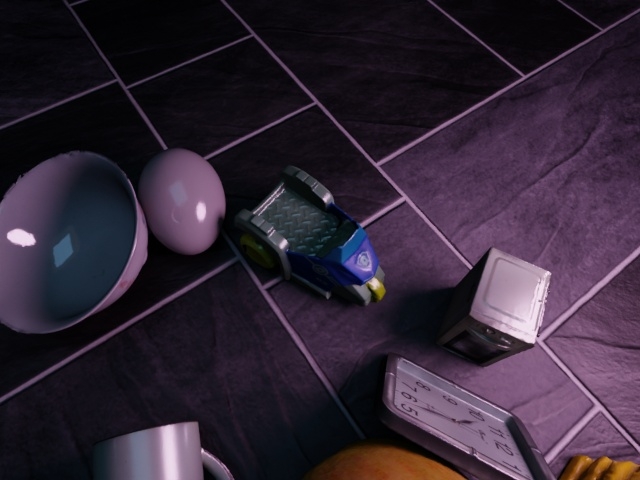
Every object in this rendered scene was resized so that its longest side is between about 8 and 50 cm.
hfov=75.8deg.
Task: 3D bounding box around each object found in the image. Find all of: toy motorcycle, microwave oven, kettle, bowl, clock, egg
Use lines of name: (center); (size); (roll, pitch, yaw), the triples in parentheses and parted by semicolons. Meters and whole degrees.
toy motorcycle: (0.000, 0.000, 0.837); (0.326, 0.200, 0.191); (34, 66, 16)
microwave oven: (0.324, 0.136, 0.778); (0.129, 0.205, 0.163); (26, 66, 10)
kettle: (-0.235, 0.421, 0.647); (0.221, 0.161, 0.237); (4, 59, -36)
bowl: (-0.459, 0.014, 0.808); (0.344, 0.157, 0.347); (-4, 73, 14)
clock: (0.219, 0.296, 0.675); (0.278, 0.273, 0.049); (26, 97, 11)
egg: (-0.290, -0.080, 0.874); (0.175, 0.176, 0.232); (-18, 76, -11)

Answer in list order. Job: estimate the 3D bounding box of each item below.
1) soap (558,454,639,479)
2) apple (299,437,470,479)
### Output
soap: (0.396, 0.481, 0.611); (0.324, 0.204, 0.096); (-40, 75, -19)
apple: (0.085, 0.433, 0.546); (0.338, 0.339, 0.305); (-34, 47, -18)
